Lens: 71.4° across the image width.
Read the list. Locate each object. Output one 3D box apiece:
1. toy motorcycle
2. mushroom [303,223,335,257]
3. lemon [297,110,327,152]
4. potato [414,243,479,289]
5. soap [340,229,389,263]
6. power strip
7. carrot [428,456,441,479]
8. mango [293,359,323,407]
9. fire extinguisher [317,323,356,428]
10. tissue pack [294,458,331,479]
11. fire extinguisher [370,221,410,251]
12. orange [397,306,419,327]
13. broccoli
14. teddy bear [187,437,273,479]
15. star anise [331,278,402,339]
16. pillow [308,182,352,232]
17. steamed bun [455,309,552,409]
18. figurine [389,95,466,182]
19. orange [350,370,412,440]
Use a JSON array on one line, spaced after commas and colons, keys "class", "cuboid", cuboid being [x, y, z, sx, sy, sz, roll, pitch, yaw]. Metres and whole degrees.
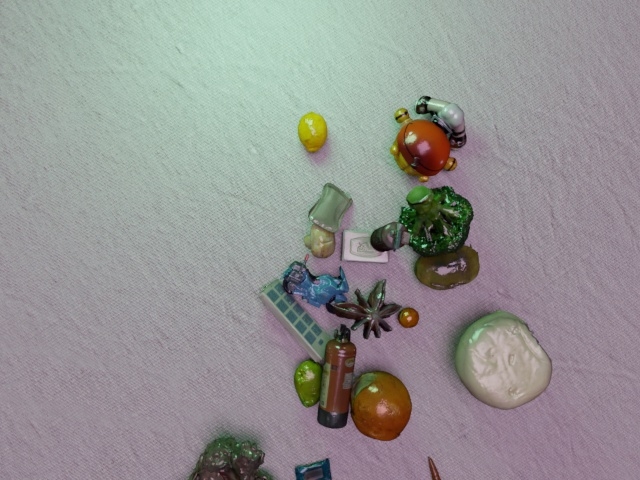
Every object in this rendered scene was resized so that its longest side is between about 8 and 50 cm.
[{"class": "toy motorcycle", "cuboid": [-0.007, 0.157, 1.666, 0.272, 0.123, 0.182, 25, 100, -8]}, {"class": "mushroom", "cuboid": [0.000, 0.000, 1.658, 0.112, 0.148, 0.148, -10, 90, 14]}, {"class": "lemon", "cuboid": [-0.029, -0.407, 1.677, 0.114, 0.114, 0.155, -3, 91, -5]}, {"class": "potato", "cuboid": [0.482, 0.103, 1.693, 0.248, 0.143, 0.169, -7, 67, 0]}, {"class": "soap", "cuboid": [0.171, 0.026, 1.711, 0.183, 0.064, 0.121, 3, 86, -5]}, {"class": "power strip", "cuboid": [-0.085, 0.303, 1.669, 0.367, 0.106, 0.043, 49, 131, -3]}, {"class": "carrot", "cuboid": [0.460, 0.947, 1.732, 0.048, 0.048, 0.216, -21, 86, -5]}, {"class": "mango", "cuboid": [-0.042, 0.534, 1.667, 0.119, 0.100, 0.178, -2, 96, -16]}, {"class": "fire extinguisher", "cuboid": [0.060, 0.469, 1.631, 0.113, 0.200, 0.376, 7, 94, -6]}, {"class": "tissue pack", "cuboid": [-0.028, 0.888, 1.701, 0.138, 0.028, 0.085, -8, 93, -9]}, {"class": "fire extinguisher", "cuboid": [0.244, -0.007, 1.552, 0.105, 0.269, 0.104, 0, 86, -6]}, {"class": "orange", "cuboid": [0.339, 0.297, 1.710, 0.084, 0.083, 0.083, 0, 89, -5]}, {"class": "broccoli", "cuboid": [0.407, -0.094, 1.624, 0.297, 0.297, 0.297, -47, 128, -4]}, {"class": "teddy bear", "cuboid": [-0.296, 0.886, 1.593, 0.367, 0.224, 0.357, 32, 101, -6]}, {"class": "star anise", "cuboid": [0.188, 0.264, 1.663, 0.257, 0.110, 0.198, -28, 88, -27]}, {"class": "pillow", "cuboid": [0.041, -0.124, 1.662, 0.131, 0.038, 0.232, 34, 48, -7]}, {"class": "steamed bun", "cuboid": [0.653, 0.446, 1.661, 0.312, 0.233, 0.334, -26, 82, -2]}, {"class": "figurine", "cuboid": [0.399, -0.370, 1.669, 0.320, 0.196, 0.323, 40, 76, -9]}, {"class": "orange", "cuboid": [0.214, 0.596, 1.621, 0.240, 0.240, 0.240, 0, 89, -5]}]
